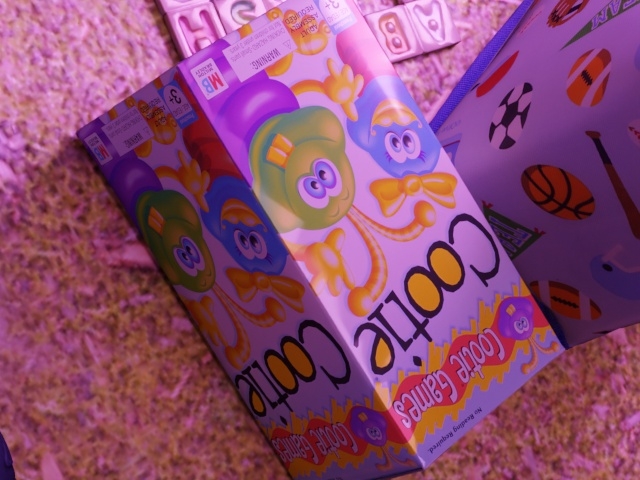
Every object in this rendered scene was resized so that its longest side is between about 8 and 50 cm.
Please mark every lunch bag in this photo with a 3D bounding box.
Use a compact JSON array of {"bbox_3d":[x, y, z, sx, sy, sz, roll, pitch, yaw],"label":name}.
[{"bbox_3d":[0.288,-0.136,1.234,0.239,0.328,0.385,43,58,-18],"label":"lunch bag"}]

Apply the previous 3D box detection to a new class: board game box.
[{"bbox_3d":[0.000,0.000,1.112,0.144,0.142,0.275,-36,97,-34],"label":"board game box"}]

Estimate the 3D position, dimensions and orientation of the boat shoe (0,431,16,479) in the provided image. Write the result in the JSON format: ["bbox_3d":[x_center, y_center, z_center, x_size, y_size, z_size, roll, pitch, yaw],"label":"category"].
[{"bbox_3d":[-0.253,0.169,0.919,0.258,0.109,0.089,-35,99,-34],"label":"boat shoe"}]

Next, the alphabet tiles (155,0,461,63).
[{"bbox_3d":[-0.023,-0.202,1.251,0.237,0.009,0.198,-21,88,-37],"label":"alphabet tiles"}]
